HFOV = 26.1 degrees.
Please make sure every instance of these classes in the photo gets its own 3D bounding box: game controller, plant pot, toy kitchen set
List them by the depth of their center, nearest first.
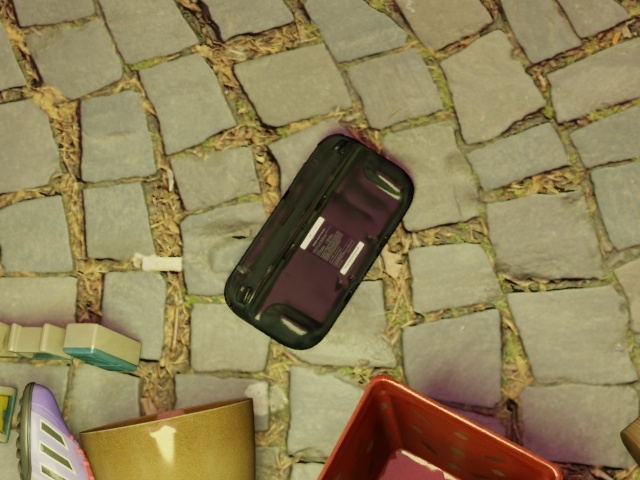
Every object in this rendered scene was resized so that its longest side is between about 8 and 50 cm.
[{"bbox_3d":[0.132,0.366,1.797,0.267,0.236,0.267,27,79,12],"label":"plant pot"},{"bbox_3d":[-0.185,0.357,1.848,0.237,0.237,0.254,-11,86,2],"label":"plant pot"},{"bbox_3d":[-0.384,0.210,1.968,0.207,0.122,0.166,-1,73,26],"label":"toy kitchen set"},{"bbox_3d":[0.000,0.000,2.015,0.166,0.067,0.319,34,79,-2],"label":"game controller"}]

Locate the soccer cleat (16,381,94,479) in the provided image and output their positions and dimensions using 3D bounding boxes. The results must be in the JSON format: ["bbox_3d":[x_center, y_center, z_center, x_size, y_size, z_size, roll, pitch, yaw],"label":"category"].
[{"bbox_3d":[-0.340,0.344,1.883,0.116,0.108,0.318,-9,93,0],"label":"soccer cleat"}]

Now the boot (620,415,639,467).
[{"bbox_3d":[0.570,0.307,1.858,0.220,0.109,0.283,-31,66,-9],"label":"boot"}]
